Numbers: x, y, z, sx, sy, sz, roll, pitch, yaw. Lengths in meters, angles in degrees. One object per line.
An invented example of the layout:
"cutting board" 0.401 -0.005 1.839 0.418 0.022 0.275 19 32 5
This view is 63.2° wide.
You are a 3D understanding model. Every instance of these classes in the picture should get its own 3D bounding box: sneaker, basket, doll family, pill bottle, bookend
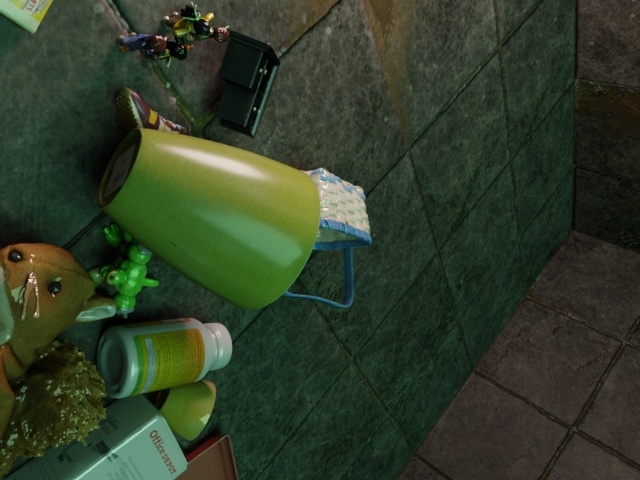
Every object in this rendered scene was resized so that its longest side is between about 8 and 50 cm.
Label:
"sneaker" -0.282 -0.194 0.905 0.084 0.070 0.185 -40 145 -23
"basket" 0.000 0.000 1.193 0.255 0.201 0.288 23 62 -50
"doll family" -0.234 -0.329 0.842 0.193 0.111 0.076 -42 137 -23
"pill bottle" -0.308 0.230 1.061 0.246 0.136 0.136 2 110 -48
"bookend" -0.139 -0.276 0.944 0.157 0.072 0.156 -77 -173 -82

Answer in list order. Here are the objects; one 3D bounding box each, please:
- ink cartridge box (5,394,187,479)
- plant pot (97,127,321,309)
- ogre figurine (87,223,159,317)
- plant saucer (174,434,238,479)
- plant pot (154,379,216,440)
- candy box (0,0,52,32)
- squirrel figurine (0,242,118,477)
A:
"ink cartridge box" -0.444 0.478 1.069 0.283 0.117 0.207 -34 133 -30
"plant pot" -0.198 -0.057 0.866 0.294 0.275 0.274 27 90 -38
"ogre figurine" -0.351 0.048 0.925 0.197 0.118 0.097 -57 141 -7
"plant saucer" -0.337 0.646 1.342 0.258 0.048 0.259 -29 131 -35
"plant pot" -0.311 0.364 1.161 0.095 0.134 0.134 31 87 -26
"candy box" -0.388 -0.400 0.698 0.105 0.027 0.205 31 88 -54
"squirrel figurine" -0.493 0.188 0.788 0.370 0.281 0.397 -53 156 -27
